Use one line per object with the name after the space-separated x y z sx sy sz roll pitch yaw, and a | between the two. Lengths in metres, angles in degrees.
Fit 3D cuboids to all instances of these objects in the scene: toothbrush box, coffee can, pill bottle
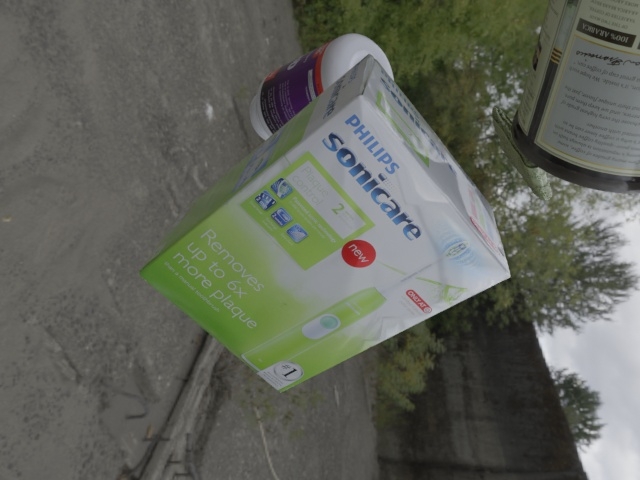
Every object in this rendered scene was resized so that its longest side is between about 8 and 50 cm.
0.000 0.000 0.512 0.206 0.283 0.122 46 28 -20 | toothbrush box
0.327 -0.215 0.519 0.202 0.201 0.275 -85 176 -45 | coffee can
-0.013 -0.300 1.100 0.181 0.323 0.182 3 85 -41 | pill bottle

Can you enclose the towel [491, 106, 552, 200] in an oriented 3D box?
0.317 -0.137 0.824 0.110 0.027 0.148 43 21 -48 | towel
